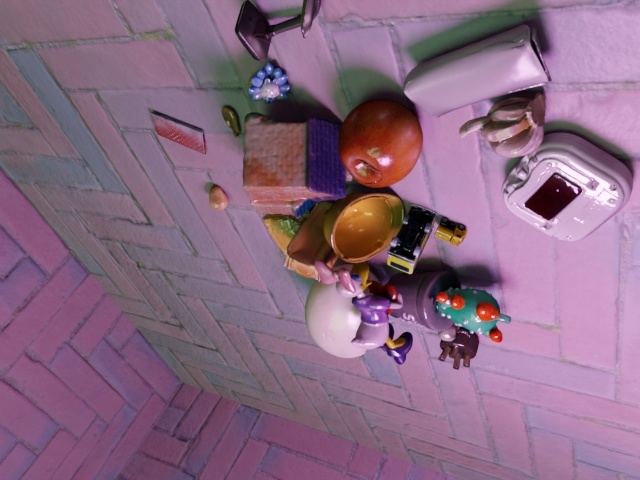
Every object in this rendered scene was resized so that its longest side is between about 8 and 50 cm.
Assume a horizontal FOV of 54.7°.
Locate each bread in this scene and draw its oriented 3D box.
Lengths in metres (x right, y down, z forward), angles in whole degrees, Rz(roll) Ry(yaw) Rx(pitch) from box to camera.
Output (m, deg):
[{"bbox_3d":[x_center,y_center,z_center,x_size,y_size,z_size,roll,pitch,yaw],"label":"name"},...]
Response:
[{"bbox_3d":[0.000,0.000,1.872,0.136,0.241,0.107,23,151,15],"label":"bread"},{"bbox_3d":[-0.080,-0.028,2.018,0.174,0.121,0.245,12,147,44],"label":"bread"}]

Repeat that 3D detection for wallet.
[{"bbox_3d":[-0.457,-0.348,2.001,0.196,0.020,0.103,22,145,15],"label":"wallet"}]

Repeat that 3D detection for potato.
[{"bbox_3d":[-0.357,-0.147,2.147,0.062,0.068,0.083,-126,14,-65],"label":"potato"}]

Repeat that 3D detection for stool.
[{"bbox_3d":[0.451,0.342,2.072,0.125,0.121,0.217,0,141,42],"label":"stool"}]

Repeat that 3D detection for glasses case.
[{"bbox_3d":[0.329,-0.348,1.289,0.308,0.083,0.128,-8,136,45],"label":"glasses case"}]

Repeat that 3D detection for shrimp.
[{"bbox_3d":[-0.267,-0.353,1.836,0.059,0.023,0.108,27,149,25],"label":"shrimp"}]

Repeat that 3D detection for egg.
[{"bbox_3d":[0.090,0.225,2.072,0.283,0.283,0.345,22,135,15],"label":"egg"}]

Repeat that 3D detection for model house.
[{"bbox_3d":[-0.052,-0.200,1.702,0.280,0.245,0.312,-1,171,2],"label":"model house"}]

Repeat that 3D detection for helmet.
[{"bbox_3d":[0.098,-0.058,1.763,0.140,0.257,0.205,31,130,47],"label":"helmet"}]

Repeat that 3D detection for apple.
[{"bbox_3d":[0.141,-0.229,1.517,0.210,0.173,0.235,19,146,20],"label":"apple"}]

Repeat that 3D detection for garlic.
[{"bbox_3d":[0.389,-0.237,1.333,0.194,0.131,0.127,-8,128,34],"label":"garlic"}]

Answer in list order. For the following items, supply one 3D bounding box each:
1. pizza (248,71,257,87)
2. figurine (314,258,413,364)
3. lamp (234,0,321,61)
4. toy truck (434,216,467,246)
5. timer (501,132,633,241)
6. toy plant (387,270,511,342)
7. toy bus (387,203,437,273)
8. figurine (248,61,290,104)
[{"bbox_3d":[-0.158,-0.413,1.658,0.078,0.025,0.083,42,145,-11],"label":"pizza"},{"bbox_3d":[0.134,0.203,1.818,0.154,0.193,0.421,13,136,50],"label":"figurine"},{"bbox_3d":[-0.079,-0.476,1.362,0.124,0.203,0.283,31,149,-35],"label":"lamp"},{"bbox_3d":[0.363,-0.021,1.718,0.083,0.054,0.049,25,146,10],"label":"toy truck"},{"bbox_3d":[0.551,-0.112,1.409,0.237,0.087,0.262,31,147,3],"label":"timer"},{"bbox_3d":[0.388,0.193,1.850,0.400,0.185,0.279,5,135,48],"label":"toy plant"},{"bbox_3d":[0.254,-0.004,1.726,0.088,0.175,0.101,22,153,16],"label":"toy bus"},{"bbox_3d":[-0.132,-0.408,1.594,0.114,0.079,0.114,-4,135,-4],"label":"figurine"}]
